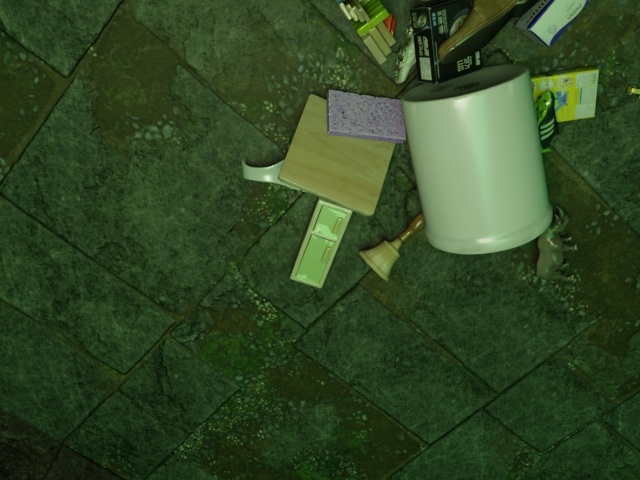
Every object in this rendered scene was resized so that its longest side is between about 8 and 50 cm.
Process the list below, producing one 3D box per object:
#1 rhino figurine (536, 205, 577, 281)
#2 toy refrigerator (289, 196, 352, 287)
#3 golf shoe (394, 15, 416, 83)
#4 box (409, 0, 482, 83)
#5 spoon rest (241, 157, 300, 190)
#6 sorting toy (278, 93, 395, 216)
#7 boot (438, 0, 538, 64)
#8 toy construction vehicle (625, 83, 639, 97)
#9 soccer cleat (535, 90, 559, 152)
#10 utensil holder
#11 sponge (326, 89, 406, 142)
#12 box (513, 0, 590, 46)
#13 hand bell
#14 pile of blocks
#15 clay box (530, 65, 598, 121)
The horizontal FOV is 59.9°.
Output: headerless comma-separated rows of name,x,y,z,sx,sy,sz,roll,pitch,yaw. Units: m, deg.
rhino figurine,0.691,0.014,1.633,0.107,0.073,0.243,-7,114,1
toy refrigerator,0.000,0.000,1.630,0.102,0.094,0.269,18,114,-7
golf shoe,0.245,-0.478,1.409,0.086,0.069,0.176,12,117,-11
box,0.309,-0.492,1.357,0.148,0.078,0.180,-23,118,-21
spoon rest,-0.085,-0.195,1.544,0.277,0.084,0.137,-1,116,3
sorting toy,0.042,-0.212,1.461,0.257,0.089,0.255,22,71,-9
boot,0.380,-0.533,1.291,0.305,0.112,0.115,-39,82,2
toy construction vehicle,0.862,-0.408,1.443,0.098,0.035,0.085,15,115,-6
soccer cleat,0.584,-0.305,1.436,0.073,0.060,0.178,-8,131,-6
utensil holder,0.392,-0.209,1.395,0.328,0.327,0.385,-13,113,8
sponge,0.120,-0.321,1.446,0.210,0.031,0.117,4,74,-14
box,0.548,-0.542,1.328,0.072,0.137,0.126,33,112,-13
hand bell,0.240,-0.006,1.634,0.242,0.126,0.126,-45,108,6
pile of blocks,0.082,-0.600,1.305,0.113,0.149,0.362,-34,110,17
clay box,0.601,-0.374,1.455,0.222,0.053,0.127,-6,119,5
